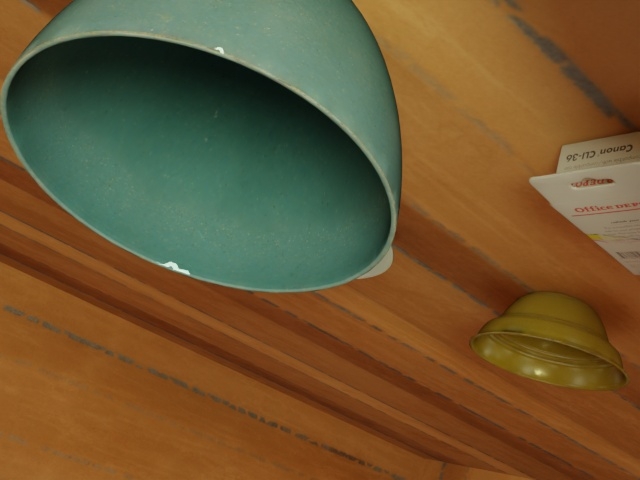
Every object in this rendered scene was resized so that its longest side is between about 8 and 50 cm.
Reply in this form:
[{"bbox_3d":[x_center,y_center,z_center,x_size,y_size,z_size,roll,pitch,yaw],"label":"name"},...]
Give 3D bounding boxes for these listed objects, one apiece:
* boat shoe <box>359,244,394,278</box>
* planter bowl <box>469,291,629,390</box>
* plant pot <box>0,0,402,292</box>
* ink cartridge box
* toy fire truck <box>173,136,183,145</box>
[{"bbox_3d":[0.000,0.000,1.073,0.219,0.078,0.070,10,-167,16],"label":"boat shoe"},{"bbox_3d":[0.325,0.131,1.073,0.217,0.090,0.217,17,159,6],"label":"planter bowl"},{"bbox_3d":[-0.064,-0.116,0.598,0.290,0.196,0.290,12,149,7],"label":"plant pot"},{"bbox_3d":[0.292,-0.040,0.691,0.198,0.067,0.115,31,157,-34],"label":"ink cartridge box"},{"bbox_3d":[-0.110,-0.124,0.738,0.192,0.135,0.047,29,158,-25],"label":"toy fire truck"}]
